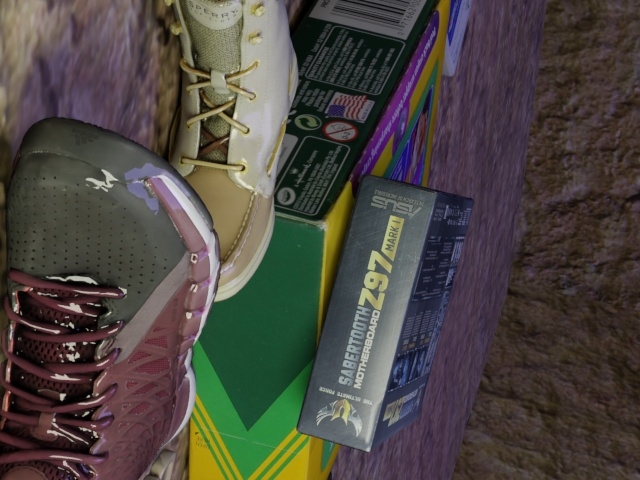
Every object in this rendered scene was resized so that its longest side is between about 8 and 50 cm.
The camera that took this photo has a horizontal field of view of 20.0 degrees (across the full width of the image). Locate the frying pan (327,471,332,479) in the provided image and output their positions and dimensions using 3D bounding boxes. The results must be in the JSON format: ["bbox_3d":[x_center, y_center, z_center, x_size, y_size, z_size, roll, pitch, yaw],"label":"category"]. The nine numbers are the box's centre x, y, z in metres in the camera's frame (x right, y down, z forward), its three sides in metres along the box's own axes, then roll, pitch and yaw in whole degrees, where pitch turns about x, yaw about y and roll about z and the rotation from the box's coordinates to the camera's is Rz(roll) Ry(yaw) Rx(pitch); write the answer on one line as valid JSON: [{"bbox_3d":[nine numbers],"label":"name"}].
[{"bbox_3d":[-0.027,0.357,1.855,0.326,0.053,0.197,90,16,-56],"label":"frying pan"}]

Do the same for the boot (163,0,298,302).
[{"bbox_3d":[-0.061,-0.086,1.095,0.165,0.077,0.213,87,14,-57],"label":"boot"}]

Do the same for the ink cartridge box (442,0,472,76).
[{"bbox_3d":[0.113,-0.294,1.787,0.333,0.065,0.165,68,37,-74],"label":"ink cartridge box"}]

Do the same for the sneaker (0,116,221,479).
[{"bbox_3d":[-0.122,0.078,0.903,0.281,0.106,0.163,89,20,-54],"label":"sneaker"}]

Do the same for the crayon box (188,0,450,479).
[{"bbox_3d":[0.000,0.000,1.433,0.363,0.106,0.313,-63,163,-51],"label":"crayon box"}]

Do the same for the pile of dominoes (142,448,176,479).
[{"bbox_3d":[-0.155,0.263,1.048,0.196,0.040,0.251,-54,160,-64],"label":"pile of dominoes"}]

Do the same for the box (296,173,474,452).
[{"bbox_3d":[0.052,0.049,1.314,0.232,0.059,0.183,-3,107,-78],"label":"box"}]
